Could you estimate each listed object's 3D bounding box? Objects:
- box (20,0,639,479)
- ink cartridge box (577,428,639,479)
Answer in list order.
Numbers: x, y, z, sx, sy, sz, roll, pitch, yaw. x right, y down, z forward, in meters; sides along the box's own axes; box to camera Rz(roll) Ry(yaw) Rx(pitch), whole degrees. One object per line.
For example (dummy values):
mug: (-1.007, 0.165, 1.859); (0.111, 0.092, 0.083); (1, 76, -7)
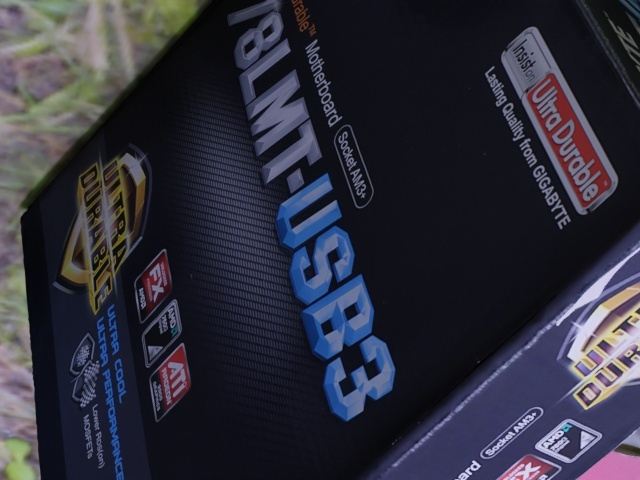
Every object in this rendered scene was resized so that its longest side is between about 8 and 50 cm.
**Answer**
box: (0.000, 0.000, 0.564); (0.073, 0.295, 0.293); (27, 120, -32)
ink cartridge box: (0.023, 0.114, 0.721); (0.117, 0.207, 0.283); (18, 123, -24)
